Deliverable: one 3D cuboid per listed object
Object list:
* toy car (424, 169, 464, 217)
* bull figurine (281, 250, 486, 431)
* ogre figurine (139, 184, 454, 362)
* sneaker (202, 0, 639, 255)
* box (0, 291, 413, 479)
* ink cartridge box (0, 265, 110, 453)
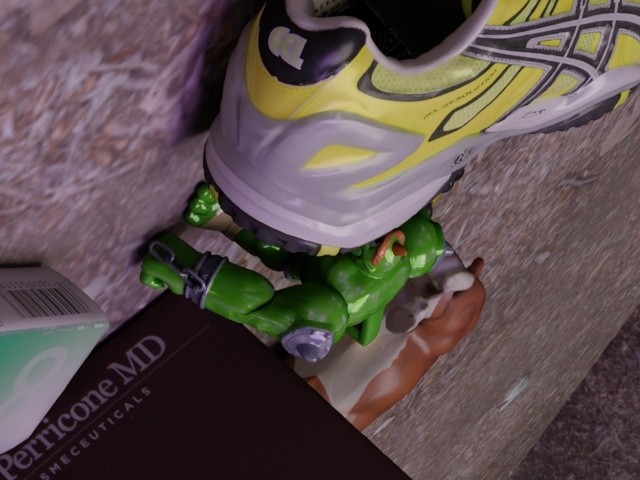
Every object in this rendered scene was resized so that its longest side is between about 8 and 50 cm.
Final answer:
[{"bbox_3d":[0.099,-0.096,0.963,0.239,0.053,0.225,-55,176,19],"label":"toy car"},{"bbox_3d":[0.010,0.110,1.163,0.310,0.101,0.188,-47,161,-4],"label":"bull figurine"},{"bbox_3d":[0.000,0.000,0.878,0.197,0.118,0.097,-23,149,-55],"label":"ogre figurine"},{"bbox_3d":[0.104,-0.135,0.804,0.385,0.145,0.147,-40,161,-31],"label":"sneaker"},{"bbox_3d":[-0.015,0.223,0.872,0.191,0.381,0.143,-41,159,-26],"label":"box"},{"bbox_3d":[-0.221,0.112,0.696,0.224,0.056,0.181,-55,161,15],"label":"ink cartridge box"}]
